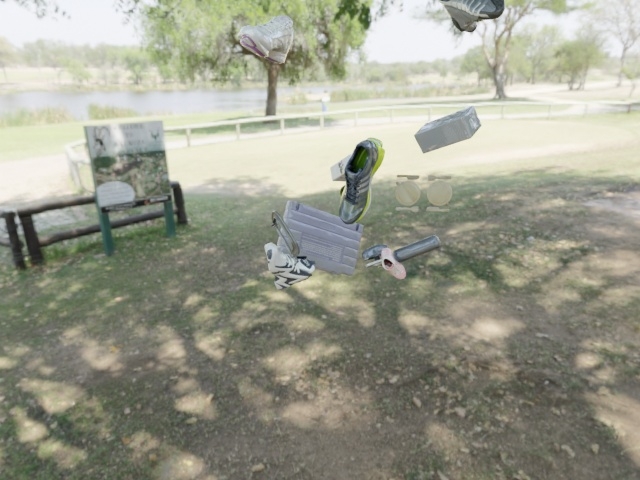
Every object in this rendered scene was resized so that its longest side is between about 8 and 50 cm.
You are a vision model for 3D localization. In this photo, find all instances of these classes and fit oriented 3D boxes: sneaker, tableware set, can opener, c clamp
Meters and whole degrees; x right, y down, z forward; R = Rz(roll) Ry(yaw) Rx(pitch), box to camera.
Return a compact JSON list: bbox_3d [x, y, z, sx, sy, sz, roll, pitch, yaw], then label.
[{"bbox_3d":[-0.170,-0.672,1.506,0.114,0.152,0.305,33,19,3],"label":"sneaker"},{"bbox_3d":[-0.094,0.073,1.548,0.153,0.235,0.094,-16,48,-3],"label":"sneaker"},{"bbox_3d":[0.360,-0.165,1.629,0.194,0.128,0.039,2,10,9],"label":"tableware set"},{"bbox_3d":[0.449,-0.653,1.340,0.228,0.086,0.132,48,5,41],"label":"sneaker"},{"bbox_3d":[0.285,0.029,1.678,0.283,0.095,0.076,-23,-12,17],"label":"can opener"},{"bbox_3d":[0.251,0.095,1.611,0.051,0.134,0.070,-27,21,22],"label":"sneaker"},{"bbox_3d":[-0.100,-0.005,1.306,0.022,0.160,0.137,-28,-2,-18],"label":"c clamp"},{"bbox_3d":[0.115,-0.197,1.540,0.111,0.300,0.121,21,16,28],"label":"sneaker"}]

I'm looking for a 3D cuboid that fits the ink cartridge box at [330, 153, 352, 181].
[{"bbox_3d":[0.130,-0.285,1.801,0.104,0.061,0.181,-2,-11,-32],"label":"ink cartridge box"}]

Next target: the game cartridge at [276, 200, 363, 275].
[{"bbox_3d":[0.000,0.000,1.871,0.355,0.230,0.068,18,-7,-29],"label":"game cartridge"}]

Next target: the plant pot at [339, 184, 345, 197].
[{"bbox_3d":[0.137,-0.237,2.263,0.083,0.083,0.079,3,15,6],"label":"plant pot"}]

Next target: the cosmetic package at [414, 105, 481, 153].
[{"bbox_3d":[0.523,-0.454,1.919,0.238,0.107,0.127,-9,29,46],"label":"cosmetic package"}]
